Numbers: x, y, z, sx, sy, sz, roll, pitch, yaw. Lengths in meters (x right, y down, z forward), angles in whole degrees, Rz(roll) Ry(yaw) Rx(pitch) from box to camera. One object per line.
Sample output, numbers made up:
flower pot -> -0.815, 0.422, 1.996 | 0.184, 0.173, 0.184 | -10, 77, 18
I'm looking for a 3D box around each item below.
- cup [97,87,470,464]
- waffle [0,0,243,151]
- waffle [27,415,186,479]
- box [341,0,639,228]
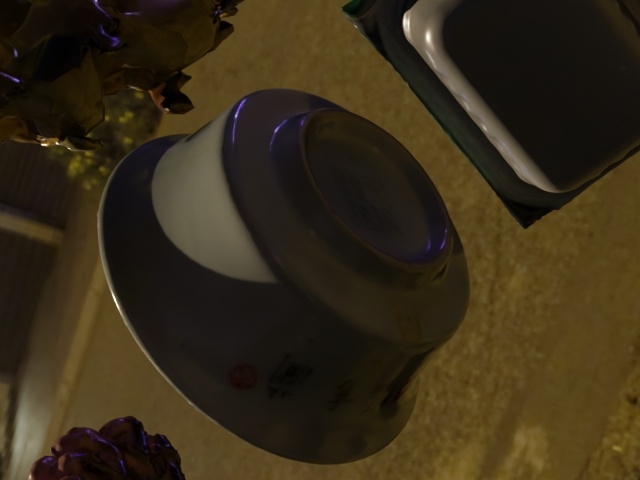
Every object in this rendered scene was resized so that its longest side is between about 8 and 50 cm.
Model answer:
cup -> 0.000, 0.000, 0.983 | 0.163, 0.347, 0.347 | -44, 31, 33
waffle -> -0.214, -0.153, 0.568 | 0.379, 0.382, 0.095 | -78, -10, -50
waffle -> -0.074, 0.201, 0.614 | 0.055, 0.234, 0.221 | -35, -3, 5
box -> 0.225, -0.184, 1.168 | 0.264, 0.336, 0.106 | -38, 18, 16
